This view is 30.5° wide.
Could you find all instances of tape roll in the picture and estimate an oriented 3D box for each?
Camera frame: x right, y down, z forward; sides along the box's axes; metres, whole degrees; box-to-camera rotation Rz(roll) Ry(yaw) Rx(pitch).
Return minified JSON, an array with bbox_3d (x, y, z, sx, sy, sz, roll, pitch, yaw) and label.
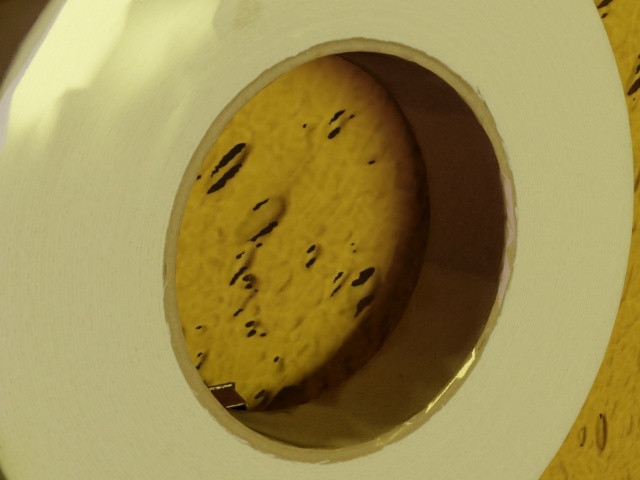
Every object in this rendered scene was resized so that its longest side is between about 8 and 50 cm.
[{"bbox_3d":[0.000,0.000,0.588,0.392,0.072,0.392,-7,104,-32],"label":"tape roll"}]

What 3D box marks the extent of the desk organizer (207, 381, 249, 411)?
[{"bbox_3d":[-0.095,0.118,0.624,0.130,0.050,0.047,-8,113,-28],"label":"desk organizer"}]
